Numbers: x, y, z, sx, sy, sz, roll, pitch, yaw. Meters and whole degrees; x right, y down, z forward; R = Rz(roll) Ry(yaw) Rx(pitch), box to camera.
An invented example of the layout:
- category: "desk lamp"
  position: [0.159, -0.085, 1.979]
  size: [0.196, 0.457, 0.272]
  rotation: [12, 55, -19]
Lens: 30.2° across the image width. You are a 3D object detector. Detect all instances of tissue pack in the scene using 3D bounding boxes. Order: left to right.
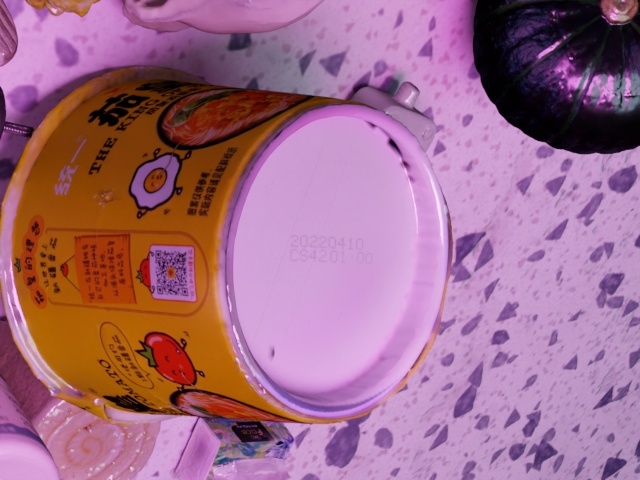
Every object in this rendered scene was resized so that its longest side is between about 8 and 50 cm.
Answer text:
- category: "tissue pack"
  position: [-0.092, 0.254, 1.360]
  size: [0.111, 0.079, 0.085]
  rotation: [6, 116, -41]

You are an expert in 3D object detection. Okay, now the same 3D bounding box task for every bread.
- category: "bread"
  position: [-0.242, 0.152, 1.116]
  size: [0.134, 0.141, 0.148]
  rotation: [-47, 139, -5]

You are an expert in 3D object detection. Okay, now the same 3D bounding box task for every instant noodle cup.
- category: "instant noodle cup"
  position: [-0.063, 0.011, 0.980]
  size: [0.325, 0.254, 0.326]
  rotation: [-4, 96, -44]

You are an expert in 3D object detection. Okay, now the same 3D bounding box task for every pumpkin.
- category: "pumpkin"
  position: [0.272, -0.202, 1.219]
  size: [0.248, 0.248, 0.248]
  rotation: [-21, 133, -25]

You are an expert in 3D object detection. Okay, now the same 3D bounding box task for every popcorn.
- category: "popcorn"
  position: [-0.205, -0.212, 0.927]
  size: [0.083, 0.068, 0.060]
  rotation: [24, 72, -20]

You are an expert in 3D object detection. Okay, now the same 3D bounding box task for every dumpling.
- category: "dumpling"
  position: [-0.047, -0.243, 0.974]
  size: [0.258, 0.147, 0.193]
  rotation: [-30, 177, 15]

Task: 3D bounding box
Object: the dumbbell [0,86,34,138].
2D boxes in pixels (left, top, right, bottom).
- category: "dumbbell"
  position: [-0.293, -0.100, 0.932]
  size: [0.147, 0.069, 0.069]
  rotation: [12, 113, -44]

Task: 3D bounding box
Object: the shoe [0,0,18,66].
- category: "shoe"
  position: [-0.382, -0.124, 0.786]
  size: [0.198, 0.172, 0.351]
  rotation: [-35, 170, 39]

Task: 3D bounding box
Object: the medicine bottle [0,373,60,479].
- category: "medicine bottle"
  position: [-0.319, 0.149, 0.976]
  size: [0.139, 0.237, 0.139]
  rotation: [-21, 133, -24]

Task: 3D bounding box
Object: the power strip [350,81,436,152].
- category: "power strip"
  position: [0.000, 0.000, 1.252]
  size: [0.091, 0.062, 0.385]
  rotation: [14, 112, -44]
